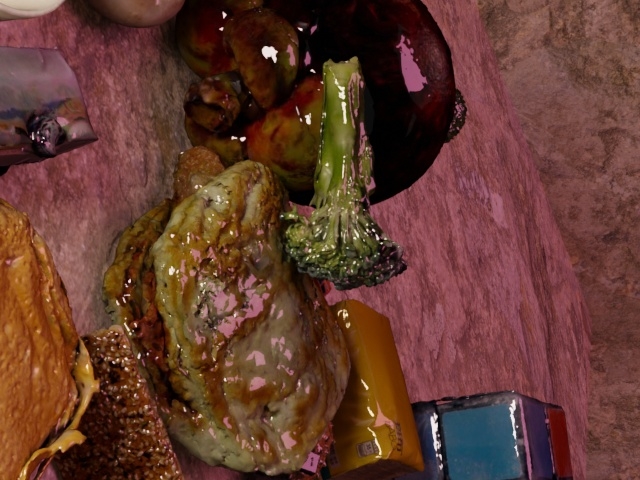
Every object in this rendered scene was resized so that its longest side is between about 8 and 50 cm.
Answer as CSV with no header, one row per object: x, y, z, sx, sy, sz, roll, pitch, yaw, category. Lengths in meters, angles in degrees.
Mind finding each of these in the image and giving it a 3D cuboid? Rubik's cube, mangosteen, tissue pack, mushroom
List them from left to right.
-0.230,-0.392,1.455,0.206,0.209,0.206,43,20,-20,mushroom
-0.015,-0.227,1.689,0.381,0.421,0.381,175,-90,-74,mangosteen
0.063,0.249,1.817,0.192,0.134,0.271,36,37,-62,tissue pack
0.273,0.452,2.028,0.313,0.316,0.318,26,57,-62,Rubik's cube

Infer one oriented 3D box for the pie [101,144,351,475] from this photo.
-0.094,0.112,1.499,0.418,0.180,0.395,58,32,-24,pie

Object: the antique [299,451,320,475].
-0.086,0.275,1.542,0.192,0.015,0.031,25,56,-19,antique

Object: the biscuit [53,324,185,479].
-0.234,0.211,1.235,0.025,0.131,0.231,-91,161,-73,biscuit

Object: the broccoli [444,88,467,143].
0.098,-0.235,2.050,0.283,0.321,0.304,-65,171,11,broccoli

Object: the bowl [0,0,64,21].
-0.379,-0.344,1.146,0.277,0.145,0.277,42,42,-52,bowl

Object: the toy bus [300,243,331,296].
-0.014,0.044,1.924,0.043,0.031,0.110,-47,122,-54,toy bus

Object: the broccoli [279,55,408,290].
0.034,-0.086,1.471,0.165,0.145,0.304,-8,95,-75,broccoli

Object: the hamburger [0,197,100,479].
-0.336,0.108,1.012,0.318,0.158,0.318,-12,90,-67,hamburger

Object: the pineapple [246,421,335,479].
-0.057,0.350,1.589,0.125,0.125,0.251,63,33,-32,pineapple

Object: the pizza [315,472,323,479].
0.009,0.366,1.816,0.099,0.036,0.160,-85,152,-51,pizza

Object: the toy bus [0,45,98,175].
-0.362,-0.133,1.138,0.317,0.112,0.138,-13,87,-67,toy bus
